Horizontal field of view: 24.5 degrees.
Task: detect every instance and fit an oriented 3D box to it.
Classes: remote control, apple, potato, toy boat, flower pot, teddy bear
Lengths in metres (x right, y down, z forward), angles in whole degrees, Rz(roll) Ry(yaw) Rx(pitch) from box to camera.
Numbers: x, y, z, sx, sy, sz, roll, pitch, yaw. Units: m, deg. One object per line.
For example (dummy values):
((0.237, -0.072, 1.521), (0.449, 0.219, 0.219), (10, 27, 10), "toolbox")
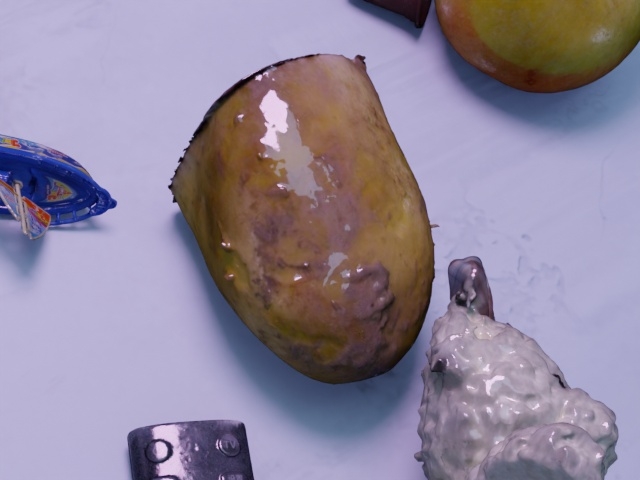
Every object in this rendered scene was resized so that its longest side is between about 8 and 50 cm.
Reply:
((-0.083, 0.326, 1.199), (0.107, 0.044, 0.377), (1, 60, -22), "remote control")
((0.242, -0.278, 1.563), (0.261, 0.194, 0.260), (9, 72, -27), "apple")
((0.000, 0.000, 1.333), (0.229, 0.229, 0.266), (-22, 74, -28), "potato")
((-0.268, -0.036, 1.327), (0.175, 0.091, 0.110), (7, 40, -20), "toy boat")
((0.077, -0.292, 1.596), (0.089, 0.111, 0.111), (13, 56, 8), "flower pot")
((0.221, 0.208, 1.210), (0.375, 0.327, 0.362), (10, 58, 28), "teddy bear")
